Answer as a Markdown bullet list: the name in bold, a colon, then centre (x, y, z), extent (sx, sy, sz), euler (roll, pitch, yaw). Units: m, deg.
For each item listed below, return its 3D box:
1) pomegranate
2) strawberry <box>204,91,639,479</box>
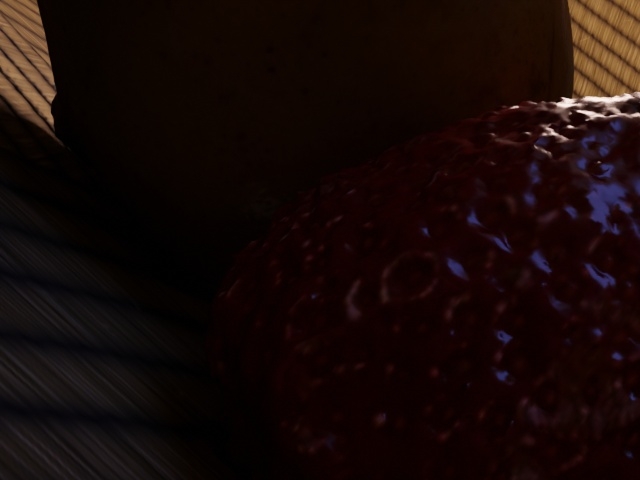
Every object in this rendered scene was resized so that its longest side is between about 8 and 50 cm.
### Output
- **pomegranate**: centre (-0.016, -0.146, 0.789), extent (0.416, 0.417, 0.416), euler (42, 6, -6)
- **strawberry**: centre (0.083, 0.045, 0.548), extent (0.257, 0.277, 0.257), euler (39, 6, -5)
